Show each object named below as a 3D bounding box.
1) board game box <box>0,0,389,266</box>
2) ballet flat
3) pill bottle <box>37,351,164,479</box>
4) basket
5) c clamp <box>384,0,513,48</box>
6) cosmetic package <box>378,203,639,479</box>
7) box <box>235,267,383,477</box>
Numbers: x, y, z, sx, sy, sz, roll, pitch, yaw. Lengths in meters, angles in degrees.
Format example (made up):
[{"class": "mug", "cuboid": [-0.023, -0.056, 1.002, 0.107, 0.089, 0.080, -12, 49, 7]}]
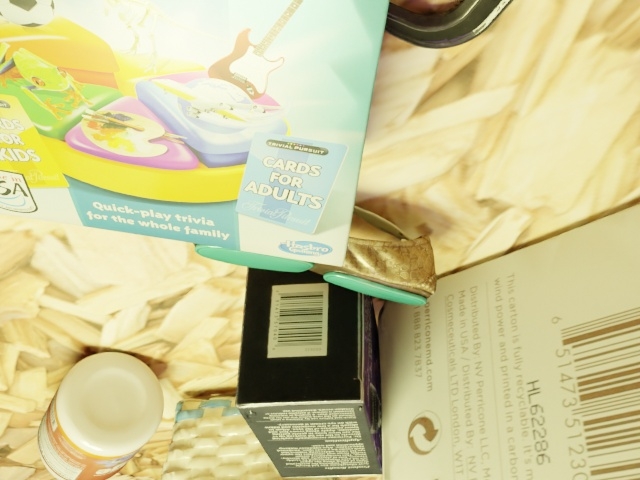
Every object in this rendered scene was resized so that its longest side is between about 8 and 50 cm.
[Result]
[{"class": "board game box", "cuboid": [-0.093, -0.121, 0.391, 0.253, 0.079, 0.336, 8, 147, 1]}, {"class": "ballet flat", "cuboid": [0.000, 0.000, 0.607, 0.206, 0.067, 0.073, 15, 166, -20]}, {"class": "pill bottle", "cuboid": [-0.276, 0.228, 0.921, 0.121, 0.121, 0.216, 16, 145, -20]}, {"class": "basket", "cuboid": [-0.079, 0.340, 0.926, 0.254, 0.289, 0.201, -6, 146, 14]}, {"class": "c clamp", "cuboid": [0.063, -0.167, 0.391, 0.137, 0.022, 0.161, 9, 145, -20]}, {"class": "cosmetic package", "cuboid": [0.297, 0.221, 0.686, 0.327, 0.329, 0.393, -25, 137, 36]}, {"class": "box", "cuboid": [-0.002, 0.122, 0.716, 0.108, 0.153, 0.207, -4, 148, 8]}]
